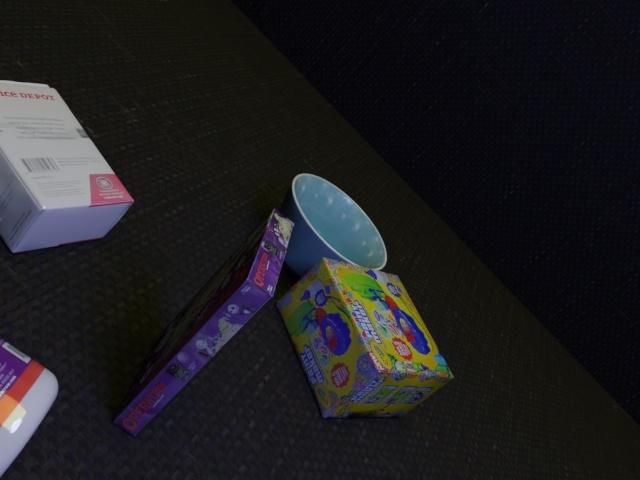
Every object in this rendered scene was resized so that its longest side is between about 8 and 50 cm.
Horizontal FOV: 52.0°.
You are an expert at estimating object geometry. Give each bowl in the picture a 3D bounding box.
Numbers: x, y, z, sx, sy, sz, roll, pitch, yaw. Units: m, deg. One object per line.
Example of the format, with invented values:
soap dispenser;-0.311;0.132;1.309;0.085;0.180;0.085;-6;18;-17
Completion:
bowl;0.000;0.000;1.646;0.311;0.163;0.312;36;26;-21

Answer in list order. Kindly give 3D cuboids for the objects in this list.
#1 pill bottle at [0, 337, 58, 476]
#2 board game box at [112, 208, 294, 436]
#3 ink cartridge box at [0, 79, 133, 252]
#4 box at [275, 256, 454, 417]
pill bottle;-0.466;0.140;0.707;0.323;0.181;0.181;39;26;-14
board game box;-0.174;0.121;0.987;0.056;0.347;0.208;36;26;-18
ink cartridge box;-0.495;-0.134;1.138;0.283;0.117;0.207;52;26;12
box;0.095;0.221;1.452;0.279;0.177;0.290;15;39;-46
